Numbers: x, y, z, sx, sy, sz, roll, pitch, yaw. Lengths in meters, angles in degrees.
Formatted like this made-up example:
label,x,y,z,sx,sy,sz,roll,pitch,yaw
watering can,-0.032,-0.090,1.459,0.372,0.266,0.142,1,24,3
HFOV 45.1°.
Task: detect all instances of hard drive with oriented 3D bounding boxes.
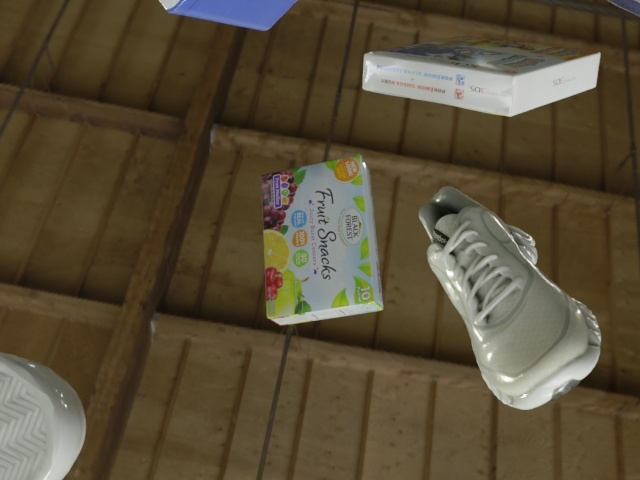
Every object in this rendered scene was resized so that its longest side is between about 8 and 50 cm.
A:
label,x,y,z,sx,sy,sz,roll,pitch,yaw
hard drive,-0.098,-0.431,1.232,0.040,0.210,0.319,52,-157,6

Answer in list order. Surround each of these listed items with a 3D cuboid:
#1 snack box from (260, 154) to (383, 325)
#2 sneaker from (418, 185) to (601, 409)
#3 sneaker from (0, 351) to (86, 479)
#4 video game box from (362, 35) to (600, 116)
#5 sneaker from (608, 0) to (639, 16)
label,x,y,z,sx,sy,sz,roll,pitch,yaw
snack box,0.000,0.000,0.701,0.100,0.037,0.141,-10,-111,14
sneaker,0.151,0.040,0.689,0.118,0.110,0.292,45,-167,-19
sneaker,-0.229,0.143,0.487,0.293,0.169,0.108,-24,-105,19
video game box,0.181,-0.190,0.861,0.187,0.048,0.205,22,-150,36
sneaker,0.266,-0.355,0.710,0.316,0.182,0.127,37,-163,-6
